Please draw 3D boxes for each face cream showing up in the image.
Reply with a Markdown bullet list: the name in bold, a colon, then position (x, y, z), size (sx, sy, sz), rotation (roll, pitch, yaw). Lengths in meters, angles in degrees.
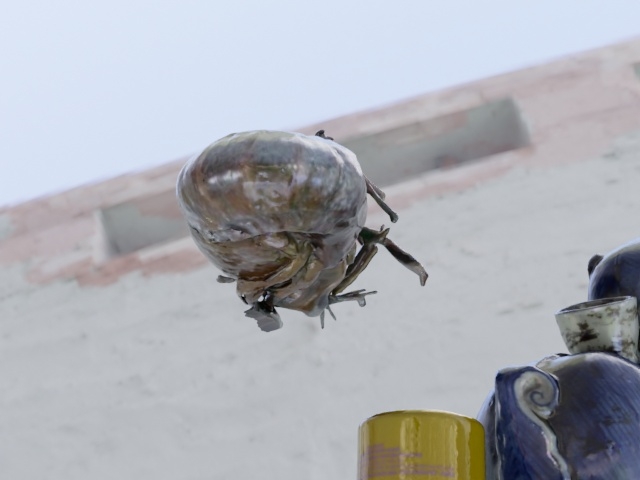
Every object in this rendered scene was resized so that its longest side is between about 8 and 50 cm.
- **face cream**: position (0.057, 0.237, 0.806), size (0.078, 0.078, 0.273), rotation (-6, -112, 20)

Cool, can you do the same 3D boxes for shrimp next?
- **shrimp**: position (-0.006, -0.004, 1.045), size (0.145, 0.343, 0.116), rotation (-18, -109, 5)

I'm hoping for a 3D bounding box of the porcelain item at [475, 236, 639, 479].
- **porcelain item**: position (0.208, 0.102, 0.946), size (0.138, 0.186, 0.288), rotation (-18, 179, 43)
